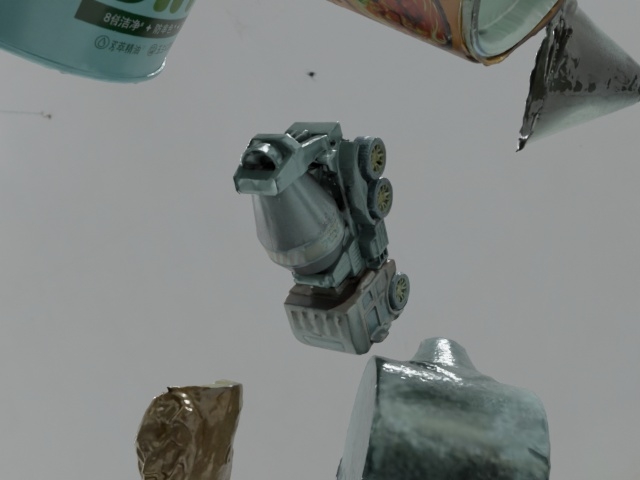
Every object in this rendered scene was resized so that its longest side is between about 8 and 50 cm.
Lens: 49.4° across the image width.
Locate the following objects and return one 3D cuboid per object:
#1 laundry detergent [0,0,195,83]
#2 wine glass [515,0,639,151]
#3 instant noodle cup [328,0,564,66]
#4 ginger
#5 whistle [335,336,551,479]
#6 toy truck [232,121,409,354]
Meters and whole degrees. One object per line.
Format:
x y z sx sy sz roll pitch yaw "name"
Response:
-0.192 -0.337 0.569 0.287 0.287 0.305 41 -66 11 "laundry detergent"
0.313 -0.136 0.637 0.232 0.156 0.156 13 -78 9 "wine glass"
0.074 -0.220 0.424 0.172 0.215 0.216 38 -71 22 "instant noodle cup"
-0.125 0.224 0.615 0.074 0.137 0.213 10 -99 30 "ginger"
0.096 0.291 0.673 0.168 0.188 0.405 13 -101 -1 "whistle"
0.000 0.000 0.682 0.108 0.140 0.257 6 -54 31 "toy truck"
